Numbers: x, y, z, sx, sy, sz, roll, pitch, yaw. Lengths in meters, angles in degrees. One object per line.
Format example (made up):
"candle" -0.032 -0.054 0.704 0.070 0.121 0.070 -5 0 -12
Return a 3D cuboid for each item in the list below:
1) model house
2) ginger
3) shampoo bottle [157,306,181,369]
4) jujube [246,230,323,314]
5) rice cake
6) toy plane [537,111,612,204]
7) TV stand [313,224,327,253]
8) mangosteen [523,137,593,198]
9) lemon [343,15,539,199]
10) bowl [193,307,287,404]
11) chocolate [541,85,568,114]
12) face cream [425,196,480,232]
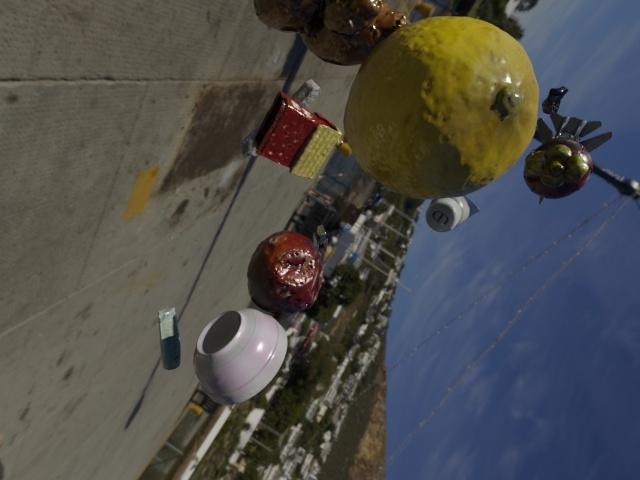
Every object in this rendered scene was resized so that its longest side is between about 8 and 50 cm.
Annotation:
"model house" -0.066 -0.322 1.487 0.196 0.253 0.160 -57 -159 21
"ginger" 0.022 -0.498 0.985 0.153 0.357 0.274 -66 -168 -5
"shampoo bottle" -0.500 0.325 1.525 0.072 0.049 0.213 -20 116 -49
"jujube" -0.084 0.077 1.033 0.183 0.183 0.243 -57 -177 -20
"rice cake" -0.159 -0.468 1.793 0.399 0.070 0.064 -38 155 17
"toy plane" 0.700 -0.237 1.364 0.088 0.212 0.267 16 99 -52
"TV stand" 0.000 0.000 1.628 0.042 0.036 0.249 -18 165 -6
"mangosteen" 0.619 -0.190 1.209 0.166 0.166 0.180 -58 158 16
"lemon" 0.157 -0.179 0.651 0.245 0.245 0.320 -58 -158 -2
"bowl" -0.251 0.305 1.325 0.286 0.144 0.287 -24 -148 16
"chocolate" 0.777 -0.466 1.525 0.072 0.070 0.147 -48 171 11
"face cream" 0.359 -0.096 1.260 0.089 0.143 0.314 -52 170 27
